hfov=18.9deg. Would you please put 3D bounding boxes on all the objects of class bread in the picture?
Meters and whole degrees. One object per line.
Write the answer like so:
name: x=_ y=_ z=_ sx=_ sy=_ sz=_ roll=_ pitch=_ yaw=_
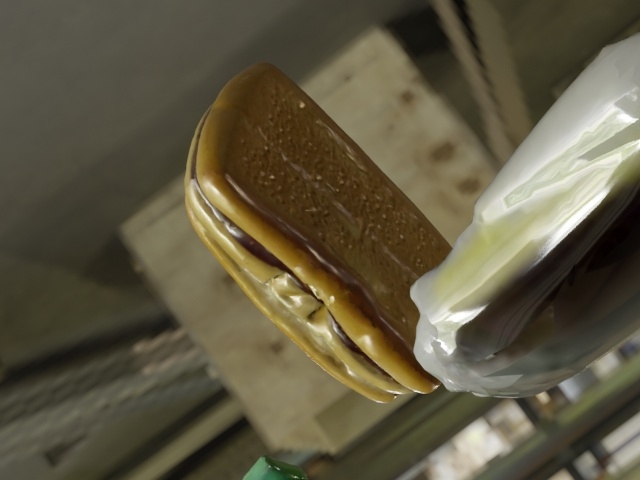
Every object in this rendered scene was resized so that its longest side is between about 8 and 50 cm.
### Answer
bread: x=0.000 y=0.000 z=1.060 sx=0.077 sy=0.200 sz=0.116 roll=-26 pitch=-152 yaw=39

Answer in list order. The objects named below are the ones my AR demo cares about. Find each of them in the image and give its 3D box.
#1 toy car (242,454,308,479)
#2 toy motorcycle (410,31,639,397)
toy car: x=0.067 y=0.298 z=1.154 sx=0.176 sy=0.359 sz=0.213 roll=-53 pitch=-152 yaw=6
toy motorcycle: x=0.148 y=-0.068 z=0.314 sx=0.108 sy=0.223 sz=0.340 roll=18 pitch=120 yaw=-48
